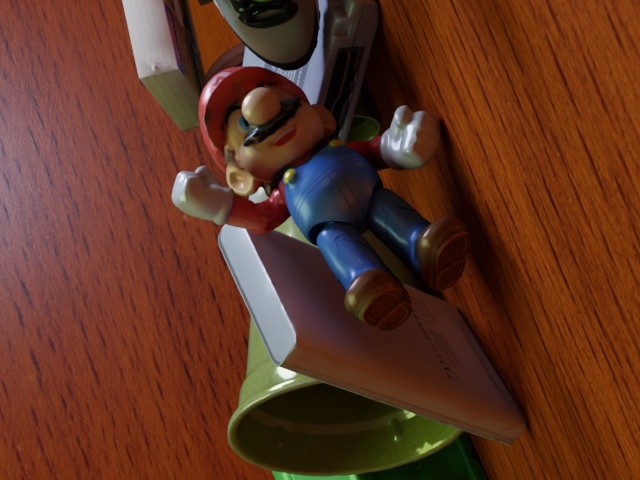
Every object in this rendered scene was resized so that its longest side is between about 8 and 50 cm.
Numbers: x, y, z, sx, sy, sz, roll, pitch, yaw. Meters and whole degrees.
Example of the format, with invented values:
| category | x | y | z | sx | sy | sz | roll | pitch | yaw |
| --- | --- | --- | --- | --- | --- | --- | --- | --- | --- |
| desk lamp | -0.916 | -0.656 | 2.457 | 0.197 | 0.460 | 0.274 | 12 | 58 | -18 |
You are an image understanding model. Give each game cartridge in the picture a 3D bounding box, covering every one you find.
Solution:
| category | x | y | z | sx | sy | sz | roll | pitch | yaw |
| --- | --- | --- | --- | --- | --- | --- | --- | --- | --- |
| game cartridge | -0.022 | -0.189 | 1.627 | 0.196 | 0.060 | 0.294 | 57 | 145 | 38 |

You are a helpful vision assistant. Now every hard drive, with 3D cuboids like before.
| category | x | y | z | sx | sy | sz | roll | pitch | yaw |
| --- | --- | --- | --- | --- | --- | --- | --- | --- | --- |
| hard drive | 0.053 | 0.091 | 1.513 | 0.307 | 0.040 | 0.203 | 22 | -155 | -35 |

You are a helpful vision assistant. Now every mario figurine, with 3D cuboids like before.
| category | x | y | z | sx | sy | sz | roll | pitch | yaw |
| --- | --- | --- | --- | --- | --- | --- | --- | --- | --- |
| mario figurine | -0.012 | -0.067 | 1.429 | 0.320 | 0.198 | 0.170 | 44 | 130 | 31 |

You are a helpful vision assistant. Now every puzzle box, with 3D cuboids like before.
| category | x | y | z | sx | sy | sz | roll | pitch | yaw |
| --- | --- | --- | --- | --- | --- | --- | --- | --- | --- |
| puzzle box | -0.222 | -0.367 | 1.943 | 0.272 | 0.052 | 0.409 | 54 | -157 | -79 |

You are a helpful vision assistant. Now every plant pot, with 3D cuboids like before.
| category | x | y | z | sx | sy | sz | roll | pitch | yaw |
| --- | --- | --- | --- | --- | --- | --- | --- | --- | --- |
| plant pot | 0.021 | -0.156 | 1.715 | 0.083 | 0.083 | 0.079 | 86 | 175 | -67 |
| plant pot | 0.022 | 0.105 | 1.759 | 0.276 | 0.276 | 0.254 | 81 | -177 | -59 |

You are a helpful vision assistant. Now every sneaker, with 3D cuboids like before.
| category | x | y | z | sx | sy | sz | roll | pitch | yaw |
| --- | --- | --- | --- | --- | --- | --- | --- | --- | --- |
| sneaker | -0.074 | -0.259 | 1.423 | 0.108 | 0.100 | 0.271 | -91 | -18 | -44 |

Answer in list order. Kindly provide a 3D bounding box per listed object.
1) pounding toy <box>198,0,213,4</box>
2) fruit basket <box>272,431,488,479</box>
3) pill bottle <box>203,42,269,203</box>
| category | x | y | z | sx | sy | sz | roll | pitch | yaw |
| --- | --- | --- | --- | --- | --- | --- | --- | --- | --- |
| pounding toy | -0.147 | -0.415 | 2.093 | 0.181 | 0.094 | 0.206 | 89 | 165 | -61 |
| fruit basket | 0.090 | 0.356 | 2.002 | 0.392 | 0.283 | 0.392 | 44 | 141 | 50 |
| pill bottle | -0.037 | -0.117 | 1.911 | 0.153 | 0.153 | 0.265 | 85 | 163 | -66 |
